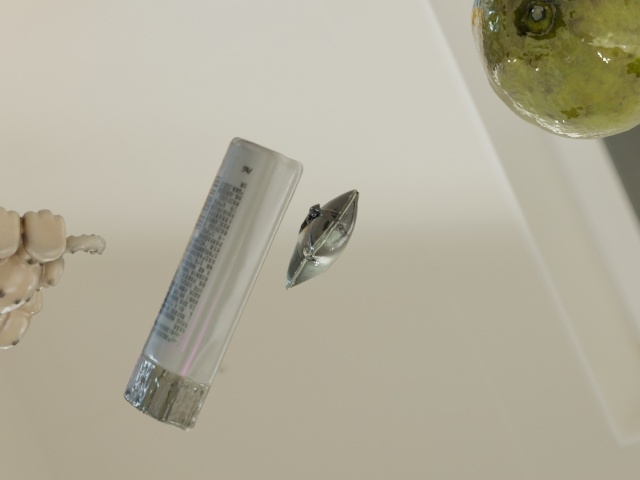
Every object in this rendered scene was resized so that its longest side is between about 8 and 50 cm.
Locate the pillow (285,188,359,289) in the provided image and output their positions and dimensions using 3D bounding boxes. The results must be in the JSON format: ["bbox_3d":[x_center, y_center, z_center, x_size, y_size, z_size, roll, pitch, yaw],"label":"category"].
[{"bbox_3d":[0.002,0.001,1.796,0.055,0.091,0.135,11,153,-9],"label":"pillow"}]

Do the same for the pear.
[{"bbox_3d":[0.317,-0.266,2.044,0.287,0.287,0.375,-23,173,22],"label":"pear"}]

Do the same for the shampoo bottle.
[{"bbox_3d":[-0.085,0.033,1.286,0.056,0.227,0.086,23,179,-27],"label":"shampoo bottle"}]

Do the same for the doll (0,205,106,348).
[{"bbox_3d":[-0.328,0.039,1.634,0.154,0.119,0.278,8,155,-33],"label":"doll"}]
